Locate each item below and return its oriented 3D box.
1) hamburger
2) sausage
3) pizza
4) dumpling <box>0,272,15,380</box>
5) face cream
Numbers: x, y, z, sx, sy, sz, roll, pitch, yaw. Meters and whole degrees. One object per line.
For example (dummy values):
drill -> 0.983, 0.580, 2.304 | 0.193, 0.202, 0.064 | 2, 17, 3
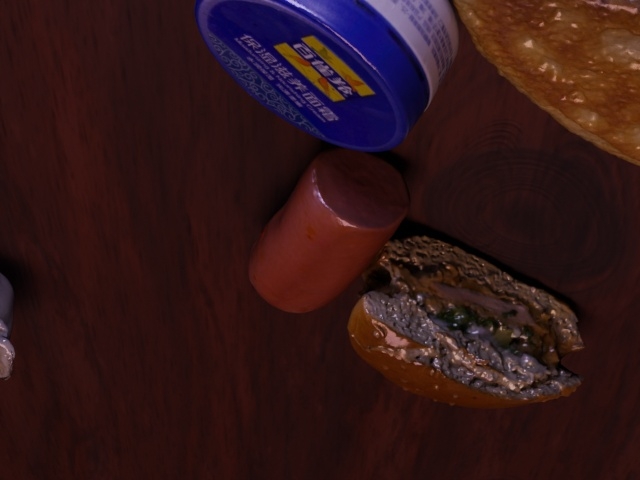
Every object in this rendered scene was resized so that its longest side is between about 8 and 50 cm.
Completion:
hamburger -> 0.146, 0.109, 1.662 | 0.283, 0.144, 0.156 | 25, 149, -19
sausage -> 0.000, 0.000, 1.588 | 0.113, 0.113, 0.259 | 22, 149, -9
pizza -> 0.233, -0.147, 1.248 | 0.268, 0.087, 0.258 | 11, 151, 11
dumpling -> -0.467, 0.092, 1.950 | 0.247, 0.142, 0.172 | 40, 156, 19
face cream -> 0.009, -0.176, 1.244 | 0.206, 0.111, 0.206 | 29, 162, 10
